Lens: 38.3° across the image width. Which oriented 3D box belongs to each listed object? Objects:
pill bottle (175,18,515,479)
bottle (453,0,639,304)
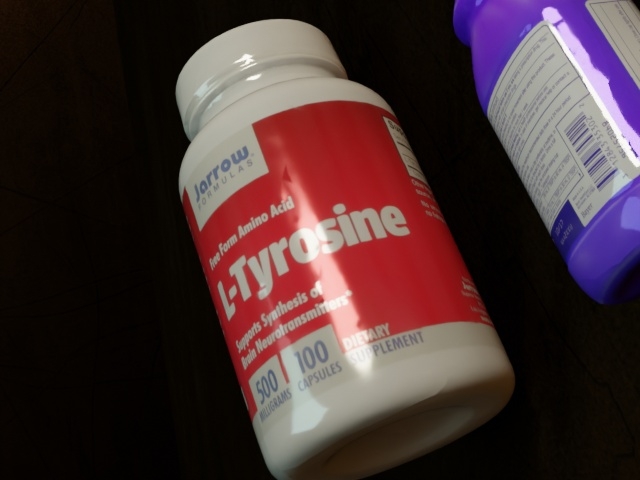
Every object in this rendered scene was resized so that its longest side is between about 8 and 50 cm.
[{"bbox_3d":[0.000,0.000,0.867,0.229,0.228,0.408,111,143,-57],"label":"pill bottle"},{"bbox_3d":[0.154,-0.103,0.580,0.118,0.092,0.283,109,144,-55],"label":"bottle"}]
